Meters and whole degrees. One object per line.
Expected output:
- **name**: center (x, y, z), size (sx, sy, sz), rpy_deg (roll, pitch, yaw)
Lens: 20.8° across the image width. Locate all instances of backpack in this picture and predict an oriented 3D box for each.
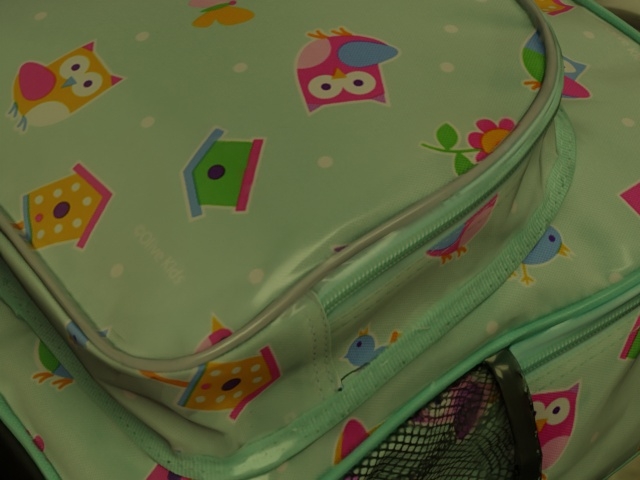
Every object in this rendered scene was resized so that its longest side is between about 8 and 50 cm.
- **backpack**: center (0.000, 0.000, 0.414), size (0.188, 0.144, 0.166), rpy_deg (-25, 45, -26)

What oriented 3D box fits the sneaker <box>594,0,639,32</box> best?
- **sneaker**: center (0.237, -0.038, 0.500), size (0.292, 0.108, 0.169), rpy_deg (37, 72, 5)
